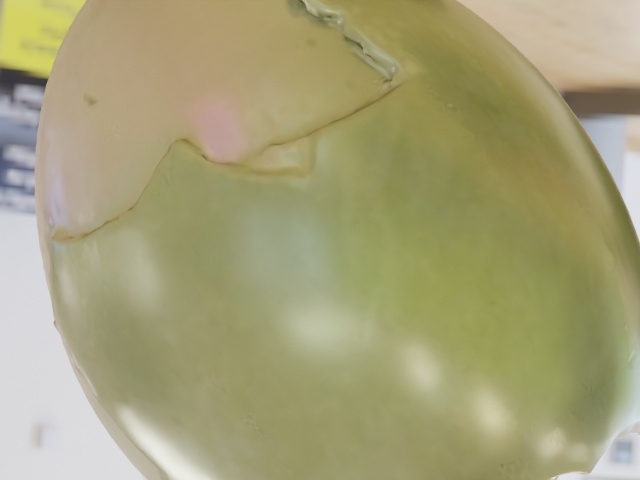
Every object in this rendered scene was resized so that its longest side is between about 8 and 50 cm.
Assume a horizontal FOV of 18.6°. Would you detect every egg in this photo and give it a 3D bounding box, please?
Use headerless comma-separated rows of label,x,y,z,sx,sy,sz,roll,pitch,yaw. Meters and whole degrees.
egg,0.000,0.000,0.629,0.183,0.217,0.183,-32,175,-3
